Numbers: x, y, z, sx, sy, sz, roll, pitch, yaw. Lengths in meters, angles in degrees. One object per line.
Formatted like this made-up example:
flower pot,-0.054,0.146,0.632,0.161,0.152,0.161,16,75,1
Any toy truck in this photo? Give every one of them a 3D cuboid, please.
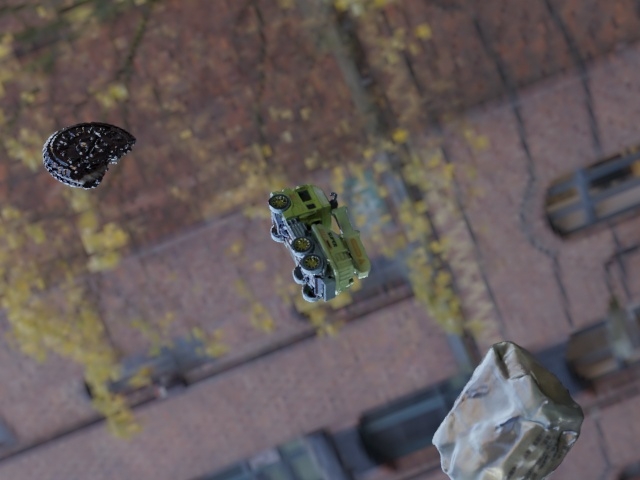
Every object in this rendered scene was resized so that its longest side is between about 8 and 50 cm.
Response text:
toy truck,0.000,0.000,2.069,0.077,0.100,0.169,88,159,-50

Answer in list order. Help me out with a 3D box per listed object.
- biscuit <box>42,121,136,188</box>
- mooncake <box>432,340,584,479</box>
biscuit,-0.215,-0.081,1.452,0.087,0.089,0.027,-111,23,-48
mooncake,0.163,0.159,1.332,0.073,0.125,0.130,29,-164,-27
